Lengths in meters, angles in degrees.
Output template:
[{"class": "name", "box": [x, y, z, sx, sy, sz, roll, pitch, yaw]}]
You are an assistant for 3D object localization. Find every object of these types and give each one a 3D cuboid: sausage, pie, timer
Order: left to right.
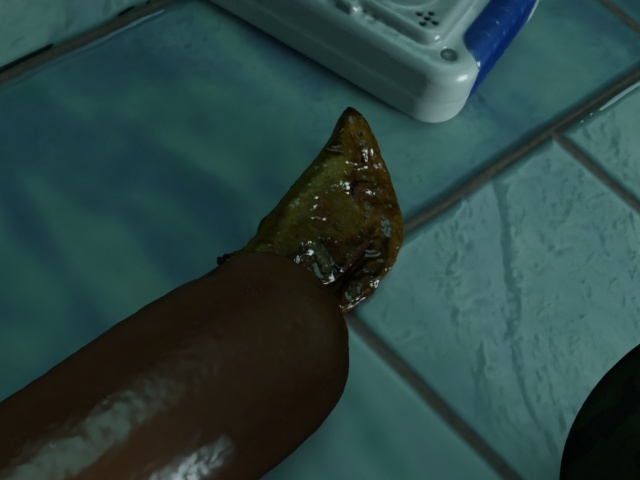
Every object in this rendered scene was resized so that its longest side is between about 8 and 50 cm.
[{"class": "sausage", "box": [-0.085, 0.096, 0.719, 0.113, 0.113, 0.259, 43, 55, 18]}, {"class": "pie", "box": [0.002, 0.000, 0.869, 0.088, 0.033, 0.191, 41, 50, -3]}, {"class": "timer", "box": [0.027, -0.207, 1.008, 0.253, 0.078, 0.178, 31, 52, 8]}]

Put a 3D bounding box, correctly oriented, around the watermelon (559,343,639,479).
[{"class": "watermelon", "box": [0.226, 0.135, 0.714, 0.212, 0.212, 0.212, 8, 51, -10]}]
